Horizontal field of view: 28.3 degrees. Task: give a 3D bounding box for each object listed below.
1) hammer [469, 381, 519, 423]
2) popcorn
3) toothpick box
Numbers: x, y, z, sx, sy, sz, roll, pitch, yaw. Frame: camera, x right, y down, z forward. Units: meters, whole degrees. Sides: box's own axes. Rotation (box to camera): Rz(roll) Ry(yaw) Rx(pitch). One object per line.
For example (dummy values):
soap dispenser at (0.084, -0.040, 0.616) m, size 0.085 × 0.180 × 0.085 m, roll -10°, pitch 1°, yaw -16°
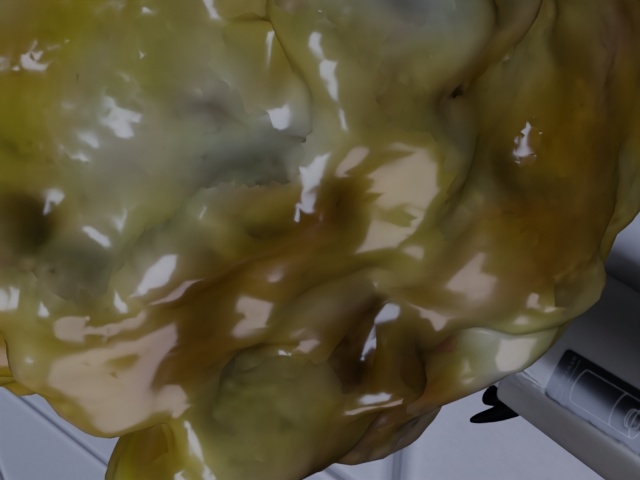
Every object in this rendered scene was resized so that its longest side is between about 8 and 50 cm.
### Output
hammer at (-0.001, 0.001, 0.985) m, size 0.427 × 0.044 × 0.152 m, roll 32°, pitch 147°, yaw 26°
popcorn at (-0.031, -0.078, 0.583) m, size 0.354 × 0.390 × 0.344 m, roll 26°, pitch 135°, yaw -9°
toothpick box at (0.211, 0.107, 0.771) m, size 0.180 × 0.111 × 0.111 m, roll 36°, pitch 148°, yaw 21°
